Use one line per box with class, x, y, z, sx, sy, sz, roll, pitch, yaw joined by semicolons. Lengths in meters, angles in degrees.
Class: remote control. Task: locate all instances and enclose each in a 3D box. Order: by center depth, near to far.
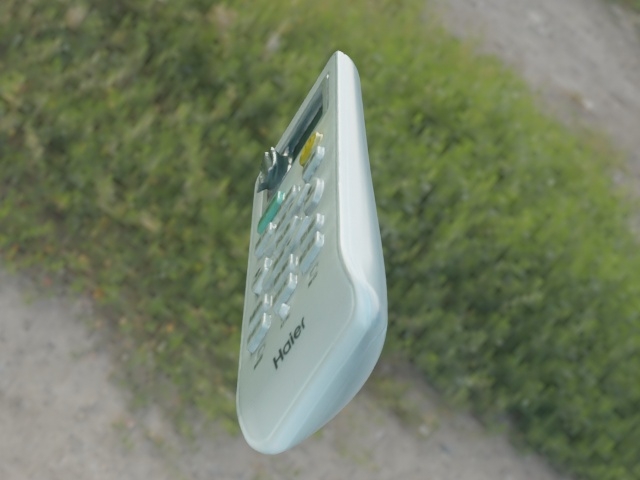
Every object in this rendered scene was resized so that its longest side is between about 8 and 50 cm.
remote control;-0.001;-0.001;0.942;0.051;0.103;0.293;26;25;-16
